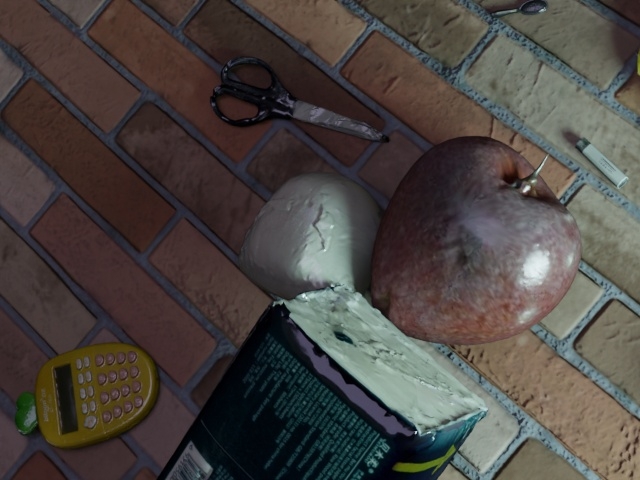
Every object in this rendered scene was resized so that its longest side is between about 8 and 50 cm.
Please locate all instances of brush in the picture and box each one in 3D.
[{"bbox_3d":[0.281,-0.327,1.719,0.083,0.008,0.024,-7,75,19],"label":"brush"}]

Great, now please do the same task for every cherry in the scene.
[{"bbox_3d":[0.193,0.011,1.543,0.307,0.221,0.261,-45,58,17],"label":"cherry"}]

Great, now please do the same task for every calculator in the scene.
[{"bbox_3d":[-0.346,0.230,1.789,0.234,0.032,0.146,-17,69,15],"label":"calculator"}]

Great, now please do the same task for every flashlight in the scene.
[{"bbox_3d":[0.373,-0.104,1.612,0.018,0.018,0.083,-43,65,4],"label":"flashlight"}]

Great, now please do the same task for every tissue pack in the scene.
[{"bbox_3d":[-0.027,0.289,1.472,0.264,0.253,0.417,38,110,21],"label":"tissue pack"}]

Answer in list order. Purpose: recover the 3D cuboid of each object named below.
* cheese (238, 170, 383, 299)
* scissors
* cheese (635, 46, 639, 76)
[{"bbox_3d":[0.000,0.000,1.650,0.198,0.154,0.189,20,82,43],"label":"cheese"},{"bbox_3d":[-0.031,-0.192,1.795,0.300,0.022,0.109,21,87,25],"label":"scissors"},{"bbox_3d":[0.498,-0.203,1.566,0.176,0.069,0.271,-4,78,22],"label":"cheese"}]
